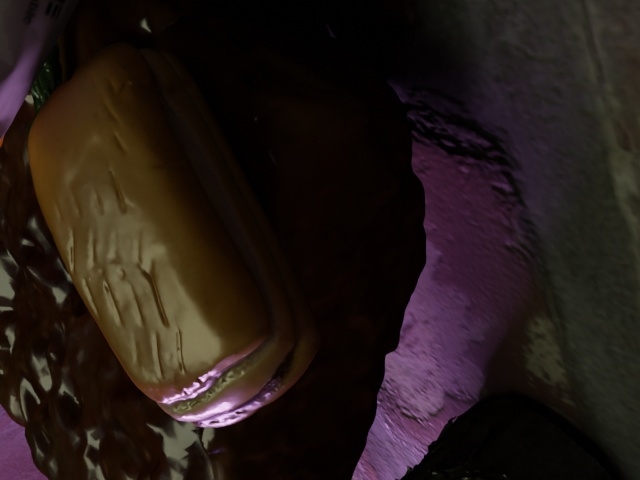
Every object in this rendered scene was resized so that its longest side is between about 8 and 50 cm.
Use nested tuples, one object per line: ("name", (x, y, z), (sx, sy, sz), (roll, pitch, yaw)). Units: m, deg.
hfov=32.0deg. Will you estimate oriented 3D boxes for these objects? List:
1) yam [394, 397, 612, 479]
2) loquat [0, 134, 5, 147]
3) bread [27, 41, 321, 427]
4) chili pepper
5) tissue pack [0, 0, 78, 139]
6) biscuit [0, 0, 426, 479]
("yam", (0.078, 0.246, 0.720), (0.202, 0.271, 0.201), (47, 155, 18))
("loquat", (-0.339, -0.233, 0.996), (0.328, 0.328, 0.328), (49, 157, 29))
("bread", (-0.084, 0.002, 0.593), (0.116, 0.077, 0.200), (-36, 75, 34))
("chili pepper", (-0.175, -0.094, 0.711), (0.034, 0.030, 0.091), (-8, -86, -72))
("tissue pack", (-0.212, -0.253, 0.644), (0.390, 0.195, 0.375), (41, 108, 52))
("biscuit", (-0.098, 0.016, 0.785), (0.343, 0.166, 0.395), (41, 125, 40))
